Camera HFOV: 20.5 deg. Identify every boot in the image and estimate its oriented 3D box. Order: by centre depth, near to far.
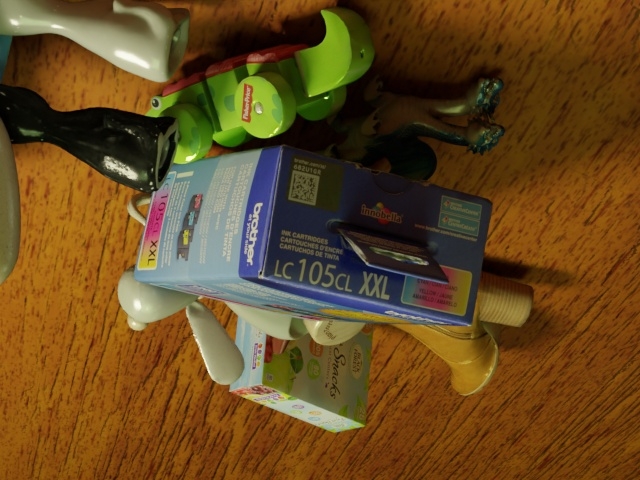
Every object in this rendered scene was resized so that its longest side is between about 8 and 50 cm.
[{"bbox_3d":[0.152,0.111,2.429,0.211,0.104,0.295,12,149,-7],"label":"boot"}]

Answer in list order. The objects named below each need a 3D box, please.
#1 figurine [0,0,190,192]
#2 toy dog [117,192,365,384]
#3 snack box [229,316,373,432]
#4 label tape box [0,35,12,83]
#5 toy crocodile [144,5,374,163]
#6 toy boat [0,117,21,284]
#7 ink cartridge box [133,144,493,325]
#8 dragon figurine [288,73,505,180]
[{"bbox_3d":[-0.250,-0.169,1.797,0.209,0.092,0.215,13,124,6],"label":"figurine"},{"bbox_3d":[-0.111,0.084,2.201,0.333,0.220,0.161,13,123,-22],"label":"toy dog"},{"bbox_3d":[-0.021,0.151,2.423,0.070,0.174,0.207,-16,150,41],"label":"snack box"},{"bbox_3d":[-0.489,-0.126,1.922,0.249,0.115,0.348,10,123,-15],"label":"label tape box"},{"bbox_3d":[-0.084,-0.155,1.873,0.340,0.105,0.115,-15,-175,43],"label":"toy crocodile"},{"bbox_3d":[-0.464,-0.050,1.772,0.318,0.267,0.148,-13,-163,-25],"label":"toy boat"},{"bbox_3d":[0.000,0.000,1.932,0.270,0.151,0.395,13,171,-27],"label":"ink cartridge box"},{"bbox_3d":[0.081,-0.109,1.966,0.144,0.085,0.289,19,149,-30],"label":"dragon figurine"}]
